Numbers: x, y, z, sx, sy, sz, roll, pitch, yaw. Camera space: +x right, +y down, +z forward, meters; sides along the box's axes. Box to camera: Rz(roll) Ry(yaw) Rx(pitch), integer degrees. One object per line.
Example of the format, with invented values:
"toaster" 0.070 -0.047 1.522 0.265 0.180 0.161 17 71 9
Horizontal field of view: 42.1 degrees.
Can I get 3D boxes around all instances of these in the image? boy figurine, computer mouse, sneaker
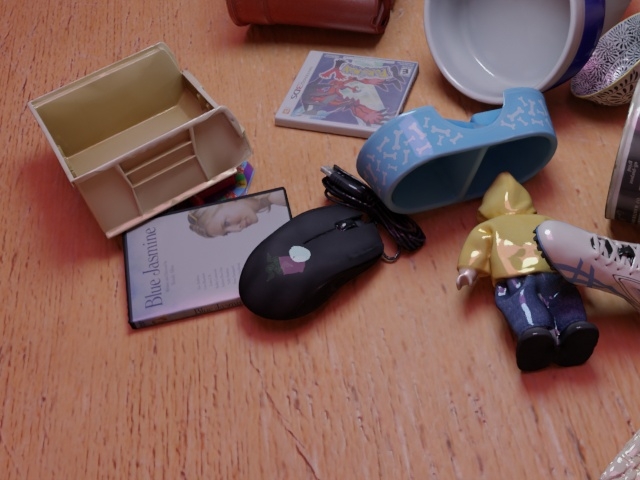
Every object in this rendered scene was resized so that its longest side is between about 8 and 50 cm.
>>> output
"boy figurine" 0.258 0.028 1.086 0.177 0.092 0.285 -10 48 -3
"computer mouse" 0.000 0.000 1.139 0.188 0.072 0.272 39 60 22
"sneaker" 0.361 0.027 1.003 0.237 0.086 0.085 24 45 -17

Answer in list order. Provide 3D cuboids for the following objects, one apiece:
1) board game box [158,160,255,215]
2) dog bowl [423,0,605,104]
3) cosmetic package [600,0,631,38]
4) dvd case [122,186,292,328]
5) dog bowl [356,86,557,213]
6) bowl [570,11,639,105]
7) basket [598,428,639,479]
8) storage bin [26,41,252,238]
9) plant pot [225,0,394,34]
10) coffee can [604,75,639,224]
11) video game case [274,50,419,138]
"board game box" -0.180 -0.090 1.297 0.133 0.033 0.169 5 51 14
"dog bowl" 0.294 -0.349 1.279 0.265 0.265 0.104 33 38 31
"cosmetic package" 0.401 -0.523 1.458 0.196 0.155 0.366 7 47 -11
"dvd case" -0.157 0.020 1.196 0.253 0.022 0.180 -13 55 -2
"dog bowl" 0.199 -0.119 1.166 0.297 0.166 0.074 -13 61 -17
"bowl" 0.480 -0.264 1.288 0.080 0.170 0.170 39 54 -17
"basket" 0.371 0.253 0.868 0.167 0.103 0.113 -39 54 -21
"storage bin" -0.279 -0.167 1.288 0.260 0.123 0.262 -29 43 -13
"plant pot" 0.001 -0.491 1.477 0.265 0.272 0.272 15 53 10
"coffee can" 0.532 -0.093 1.072 0.275 0.202 0.202 15 54 21
"video game case" 0.046 -0.248 1.401 0.201 0.023 0.183 11 53 17
